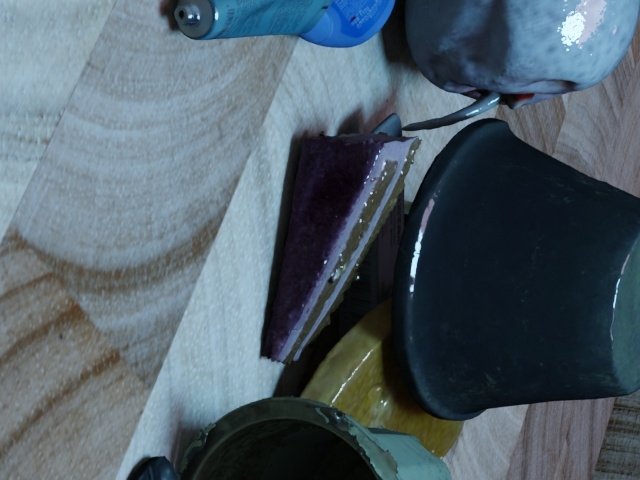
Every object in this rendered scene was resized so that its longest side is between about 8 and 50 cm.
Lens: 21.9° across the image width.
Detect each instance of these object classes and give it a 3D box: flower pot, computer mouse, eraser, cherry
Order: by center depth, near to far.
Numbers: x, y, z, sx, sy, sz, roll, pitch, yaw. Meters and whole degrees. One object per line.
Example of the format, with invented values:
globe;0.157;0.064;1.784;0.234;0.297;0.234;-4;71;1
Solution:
computer mouse;-0.163;0.278;1.618;0.079;0.047;0.135;25;79;-66
flower pot;0.013;0.301;1.726;0.259;0.290;0.290;8;93;-64
flower pot;0.276;0.062;1.958;0.379;0.251;0.379;-26;122;-52
cherry;0.240;-0.312;1.998;0.326;0.291;0.335;-97;-173;-64
eraser;0.062;0.013;2.015;0.089;0.061;0.352;-43;138;-52

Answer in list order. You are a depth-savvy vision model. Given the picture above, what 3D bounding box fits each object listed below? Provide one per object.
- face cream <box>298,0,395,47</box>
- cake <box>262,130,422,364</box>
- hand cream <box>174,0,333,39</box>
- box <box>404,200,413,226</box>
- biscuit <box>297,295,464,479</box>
face cream;-0.001;-0.292;1.690;0.149;0.083;0.264;-60;155;-7
cake;0.000;0.000;1.858;0.116;0.112;0.295;-3;115;-65
hand cream;-0.060;-0.223;1.582;0.224;0.048;0.083;-15;147;-53
box;0.135;-0.004;2.157;0.035;0.079;0.083;-40;134;-58
biscuit;0.054;0.244;2.022;0.385;0.062;0.365;-44;142;-32
